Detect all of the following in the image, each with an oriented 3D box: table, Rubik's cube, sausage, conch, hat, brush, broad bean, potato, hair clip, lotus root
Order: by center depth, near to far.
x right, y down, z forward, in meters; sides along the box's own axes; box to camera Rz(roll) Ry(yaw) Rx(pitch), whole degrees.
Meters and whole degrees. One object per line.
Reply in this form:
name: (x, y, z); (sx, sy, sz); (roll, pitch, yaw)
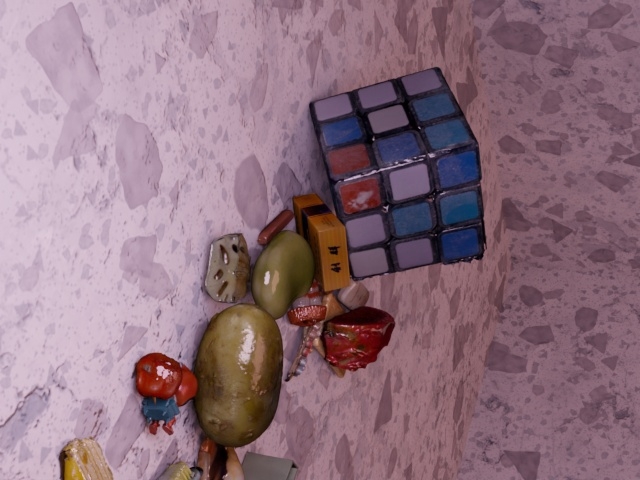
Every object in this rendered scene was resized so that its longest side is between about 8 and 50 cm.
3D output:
brush: (-0.316, 0.509, 1.605); (0.060, 0.068, 0.297); (60, 39, -22)
potato: (-0.162, 0.266, 1.728); (0.210, 0.173, 0.308); (-39, 138, -63)
lotus root: (-0.187, 0.061, 1.779); (0.144, 0.070, 0.143); (50, 45, -77)
conch: (-0.217, 0.536, 1.788); (0.158, 0.127, 0.255); (19, 52, -36)
broad bean: (-0.080, 0.072, 1.895); (0.263, 0.121, 0.189); (-58, 156, -76)
table: (-0.135, 0.610, 1.941); (0.111, 0.121, 0.240); (65, 38, -47)
sausage: (-0.101, -0.033, 2.004); (0.147, 0.030, 0.035); (-51, 140, -52)
Rubik's cube: (0.193, -0.163, 2.122); (0.363, 0.362, 0.359); (-98, 172, -45)
hat: (-0.039, 0.124, 2.135); (0.112, 0.093, 0.163); (34, 45, -74)
hair clip: (-0.035, 0.260, 2.184); (0.062, 0.056, 0.214); (121, -14, -65)

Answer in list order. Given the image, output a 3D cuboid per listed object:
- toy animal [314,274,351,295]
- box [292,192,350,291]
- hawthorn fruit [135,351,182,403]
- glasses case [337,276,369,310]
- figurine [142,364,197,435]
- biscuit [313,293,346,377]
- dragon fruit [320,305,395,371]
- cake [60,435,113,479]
toy animal: (0.038, 0.070, 2.291); (0.230, 0.066, 0.224); (85, 28, -49)
box: (0.001, 0.000, 2.033); (0.237, 0.070, 0.152); (-130, -149, -62)
hawthorn fruit: (-0.293, 0.248, 1.571); (0.093, 0.093, 0.093); (5, 90, -66)
glasses case: (0.092, 0.153, 2.413); (0.081, 0.051, 0.204); (-53, 160, -3)
figurine: (-0.279, 0.291, 1.634); (0.140, 0.068, 0.075); (-63, 146, -52)
biscuit: (0.036, 0.258, 2.367); (0.250, 0.030, 0.160); (56, 44, -55)
dragon fruit: (0.104, 0.258, 2.311); (0.261, 0.189, 0.163); (-9, 78, -58)
cake: (-0.391, 0.423, 1.441); (0.185, 0.116, 0.079); (59, 25, -2)
